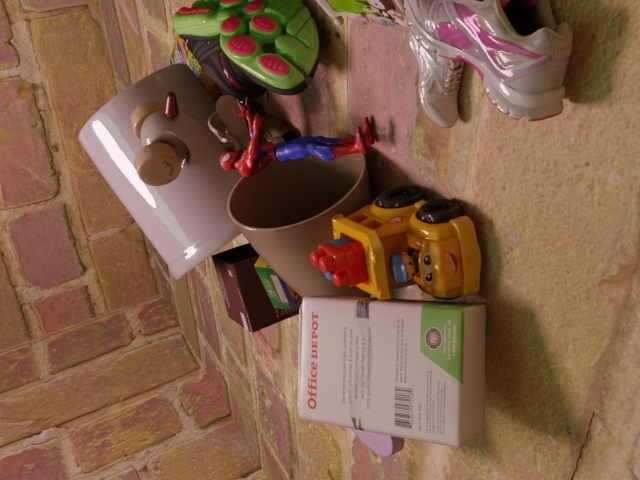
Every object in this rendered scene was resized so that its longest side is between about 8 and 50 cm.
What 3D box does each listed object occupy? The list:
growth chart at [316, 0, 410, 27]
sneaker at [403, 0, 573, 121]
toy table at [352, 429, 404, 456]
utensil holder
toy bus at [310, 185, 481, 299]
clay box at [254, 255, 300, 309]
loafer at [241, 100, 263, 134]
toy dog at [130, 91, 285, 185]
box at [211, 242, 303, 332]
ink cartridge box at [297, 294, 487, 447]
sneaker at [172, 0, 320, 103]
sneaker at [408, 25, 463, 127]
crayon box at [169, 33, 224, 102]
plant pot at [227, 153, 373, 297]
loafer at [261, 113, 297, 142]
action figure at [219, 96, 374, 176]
[{"bbox_3d":[0.057,-0.348,0.955,0.172,0.021,0.237,33,172,-40],"label":"growth chart"},{"bbox_3d":[0.194,-0.250,0.769,0.252,0.102,0.111,49,146,29],"label":"sneaker"},{"bbox_3d":[0.116,0.250,1.263,0.274,0.160,0.252,54,152,33],"label":"toy table"},{"bbox_3d":[-0.313,-0.157,1.567,0.386,0.327,0.327,54,158,-6],"label":"utensil holder"},{"bbox_3d":[0.103,0.022,1.041,0.220,0.211,0.150,28,132,57],"label":"toy bus"},{"bbox_3d":[-0.050,0.019,1.422,0.053,0.222,0.128,7,138,28],"label":"clay box"},{"bbox_3d":[-0.217,-0.287,1.684,0.267,0.084,0.096,14,119,64],"label":"loafer"},{"bbox_3d":[-0.207,-0.209,1.317,0.220,0.333,0.161,52,134,19],"label":"toy dog"},{"bbox_3d":[-0.122,0.091,1.622,0.167,0.203,0.169,17,123,64],"label":"box"},{"bbox_3d":[0.108,0.189,1.058,0.272,0.114,0.199,1,90,32],"label":"ink cartridge box"},{"bbox_3d":[-0.127,-0.372,1.351,0.483,0.185,0.202,41,165,52],"label":"sneaker"},{"bbox_3d":[0.162,-0.223,0.910,0.061,0.053,0.152,4,118,48],"label":"sneaker"},{"bbox_3d":[-0.297,-0.443,1.743,0.203,0.083,0.323,68,157,6],"label":"crayon box"},{"bbox_3d":[0.000,0.000,1.259,0.256,0.256,0.274,39,158,52],"label":"plant pot"},{"bbox_3d":[-0.078,-0.222,1.465,0.148,0.056,0.050,50,151,19],"label":"loafer"},{"bbox_3d":[-0.062,-0.191,1.180,0.091,0.280,0.139,-54,-51,-62],"label":"action figure"}]
